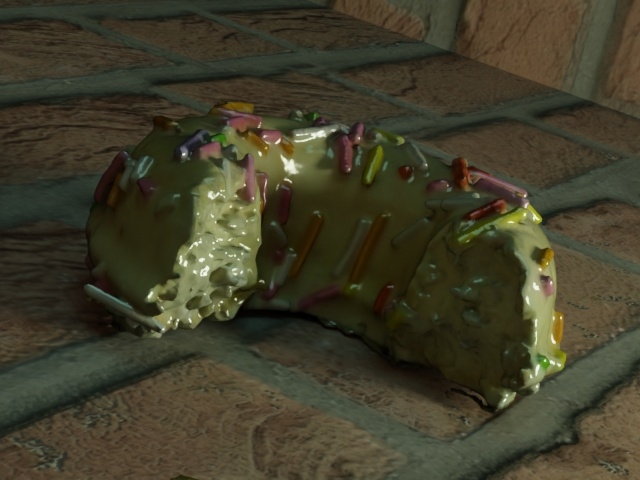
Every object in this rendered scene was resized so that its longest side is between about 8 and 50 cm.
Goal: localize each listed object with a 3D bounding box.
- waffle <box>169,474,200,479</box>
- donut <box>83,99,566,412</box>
[{"bbox_3d":[-0.012,0.207,0.876,0.248,0.055,0.221,21,17,16],"label":"waffle"},{"bbox_3d":[0.007,-0.001,1.407,0.371,0.150,0.307,12,16,-10],"label":"donut"}]
